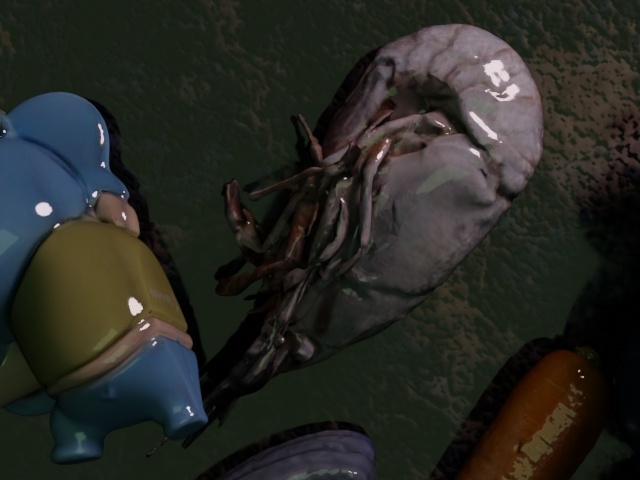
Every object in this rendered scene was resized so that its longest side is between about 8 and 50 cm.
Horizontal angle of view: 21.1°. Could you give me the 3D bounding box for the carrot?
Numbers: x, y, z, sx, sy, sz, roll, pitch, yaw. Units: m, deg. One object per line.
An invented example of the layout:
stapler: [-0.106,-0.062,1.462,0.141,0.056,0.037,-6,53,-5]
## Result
carrot: [0.120,0.166,1.142,0.067,0.067,0.225,36,92,-5]

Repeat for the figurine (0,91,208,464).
figurine: [-0.185,0.033,1.058,0.180,0.154,0.262,-41,72,32]

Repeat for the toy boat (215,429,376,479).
toy boat: [-0.063,0.237,1.127,0.127,0.078,0.283,43,91,-2]

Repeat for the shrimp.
shrimp: [0.004,0.004,1.095,0.145,0.116,0.343,40,96,-7]

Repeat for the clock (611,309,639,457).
clock: [0.272,0.044,1.104,0.199,0.146,0.243,8,88,-42]
